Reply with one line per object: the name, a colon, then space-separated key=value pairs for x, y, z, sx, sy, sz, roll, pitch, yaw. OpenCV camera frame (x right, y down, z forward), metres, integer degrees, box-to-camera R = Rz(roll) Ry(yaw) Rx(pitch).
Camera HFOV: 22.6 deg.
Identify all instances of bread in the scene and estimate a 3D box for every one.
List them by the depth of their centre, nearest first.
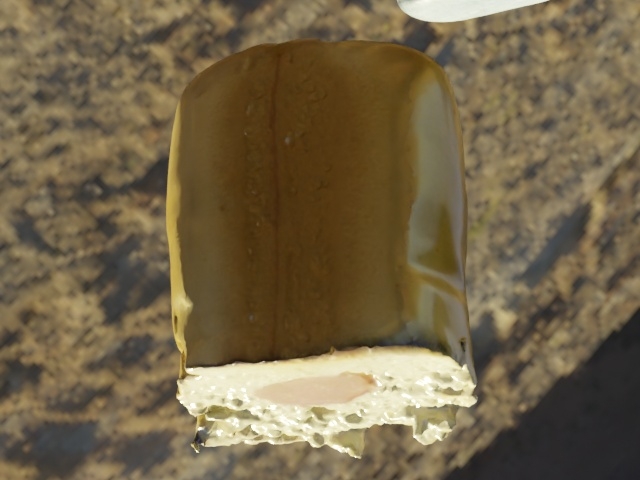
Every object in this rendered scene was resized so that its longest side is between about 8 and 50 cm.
bread: x=0.001 y=0.001 z=0.695 sx=0.085 sy=0.134 sz=0.173 roll=53 pitch=34 yaw=-59

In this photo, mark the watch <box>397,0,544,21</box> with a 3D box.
watch: x=0.107 y=-0.240 z=1.003 sx=0.068 sy=0.206 sz=0.193 roll=7 pitch=81 yaw=-38
